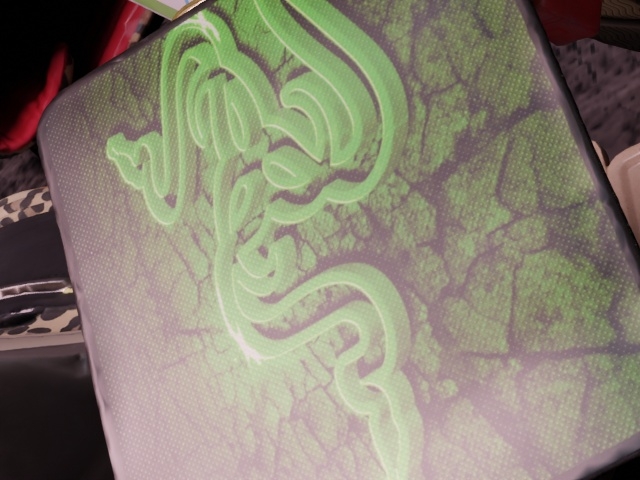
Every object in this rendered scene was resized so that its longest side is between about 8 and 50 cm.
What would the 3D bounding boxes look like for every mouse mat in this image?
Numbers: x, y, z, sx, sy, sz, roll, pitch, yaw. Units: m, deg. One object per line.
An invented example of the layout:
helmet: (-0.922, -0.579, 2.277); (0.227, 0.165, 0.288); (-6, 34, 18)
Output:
mouse mat: (0.000, 0.000, 0.486); (0.153, 0.007, 0.189); (-30, 54, 17)

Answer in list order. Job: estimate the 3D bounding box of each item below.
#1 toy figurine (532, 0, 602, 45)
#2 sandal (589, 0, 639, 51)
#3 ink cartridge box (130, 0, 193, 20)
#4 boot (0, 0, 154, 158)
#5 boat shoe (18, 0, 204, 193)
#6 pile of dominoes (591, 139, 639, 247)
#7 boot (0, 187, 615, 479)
toy figurine: (0.197, 0.000, 0.392); (0.363, 0.191, 0.217); (-7, 70, 48)
sandal: (0.180, -0.134, 0.552); (0.303, 0.120, 0.086); (-20, 57, 28)
ink cartridge box: (-0.028, -0.143, 0.814); (0.109, 0.062, 0.209); (-31, 30, -19)
boot: (-0.242, -0.088, 1.003); (0.377, 0.138, 0.284); (-55, 34, -12)
boat shoe: (-0.099, 0.023, 0.762); (0.307, 0.104, 0.110); (-50, 35, 8)
pile of dominoes: (0.080, 0.058, 0.600); (0.251, 0.040, 0.196); (-5, 58, 39)
boot: (-0.030, 0.031, 0.608); (0.236, 0.085, 0.178); (-2, 20, 2)
